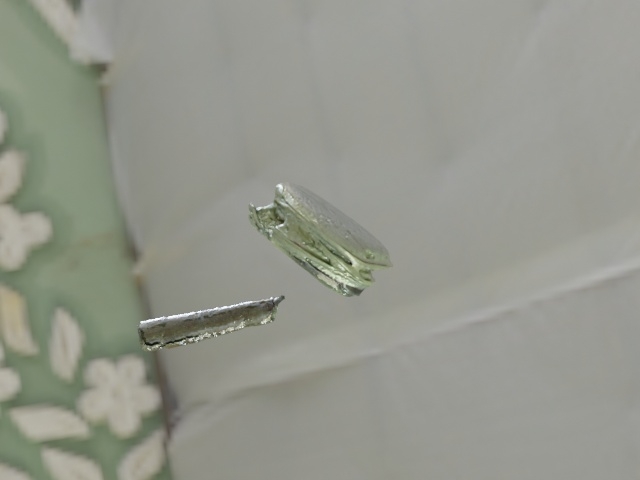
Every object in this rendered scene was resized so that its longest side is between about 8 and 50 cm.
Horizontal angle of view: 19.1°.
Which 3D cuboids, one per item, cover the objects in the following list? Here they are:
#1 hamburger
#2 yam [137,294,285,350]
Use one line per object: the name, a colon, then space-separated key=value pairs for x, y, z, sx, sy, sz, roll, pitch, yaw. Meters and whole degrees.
hamburger: x=0.000 y=0.000 z=1.817 sx=0.062 sy=0.133 sz=0.140 roll=-54 pitch=-133 yaw=10
yam: x=-0.093 y=0.072 z=1.641 sx=0.033 sy=0.129 sz=0.027 roll=-76 pitch=152 yaw=-69
